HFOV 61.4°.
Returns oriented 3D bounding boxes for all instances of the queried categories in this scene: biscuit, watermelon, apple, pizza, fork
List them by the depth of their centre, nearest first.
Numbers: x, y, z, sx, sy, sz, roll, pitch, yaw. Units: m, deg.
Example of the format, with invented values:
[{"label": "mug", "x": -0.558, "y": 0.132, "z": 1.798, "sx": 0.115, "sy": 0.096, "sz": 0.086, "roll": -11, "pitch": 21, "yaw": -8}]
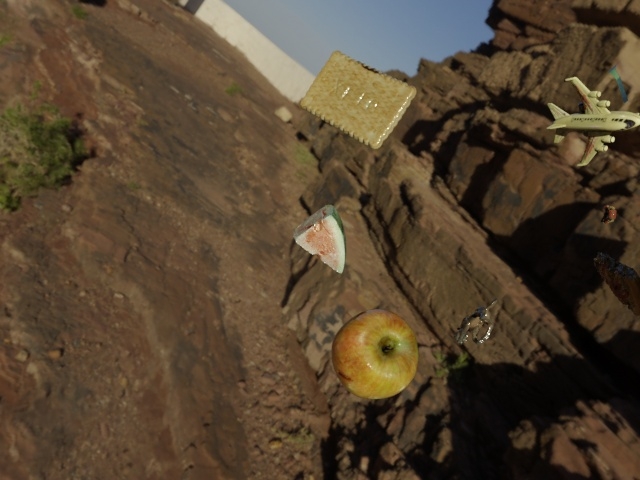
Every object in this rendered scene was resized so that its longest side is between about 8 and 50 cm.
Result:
[{"label": "fork", "x": 0.738, "y": -0.399, "z": 1.337, "sx": 0.021, "sy": 0.039, "sz": 0.235, "roll": 32, "pitch": 41, "yaw": -5}, {"label": "pizza", "x": 0.783, "y": 0.102, "z": 1.433, "sx": 0.188, "sy": 0.062, "sz": 0.199, "roll": 54, "pitch": 11, "yaw": -35}, {"label": "apple", "x": 0.153, "y": 0.336, "z": 1.587, "sx": 0.264, "sy": 0.264, "sz": 0.264, "roll": 38, "pitch": 13, "yaw": -11}, {"label": "biscuit", "x": 0.105, "y": -0.420, "z": 1.601, "sx": 0.325, "sy": 0.217, "sz": 0.044, "roll": 35, "pitch": 4, "yaw": 29}, {"label": "watermelon", "x": 0.000, "y": 0.000, "z": 2.134, "sx": 0.213, "sy": 0.201, "sz": 0.261, "roll": -106, "pitch": -177, "yaw": -71}]

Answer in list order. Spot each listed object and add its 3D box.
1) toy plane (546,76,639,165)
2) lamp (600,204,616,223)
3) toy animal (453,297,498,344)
[{"label": "toy plane", "x": 0.676, "y": -0.295, "z": 1.334, "sx": 0.244, "sy": 0.092, "sz": 0.228, "roll": 12, "pitch": -54, "yaw": 55}, {"label": "lamp", "x": 0.931, "y": -0.082, "z": 1.740, "sx": 0.031, "sy": 0.063, "sz": 0.083, "roll": 0, "pitch": 5, "yaw": 11}, {"label": "toy animal", "x": 0.578, "y": 0.311, "z": 2.026, "sx": 0.085, "sy": 0.232, "sz": 0.148, "roll": 27, "pitch": 30, "yaw": -11}]
